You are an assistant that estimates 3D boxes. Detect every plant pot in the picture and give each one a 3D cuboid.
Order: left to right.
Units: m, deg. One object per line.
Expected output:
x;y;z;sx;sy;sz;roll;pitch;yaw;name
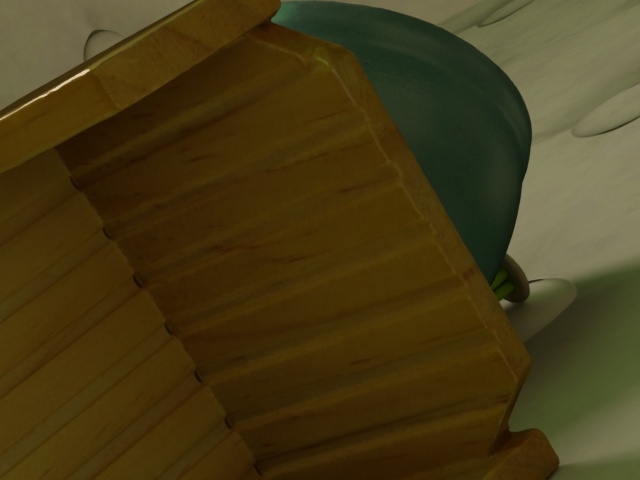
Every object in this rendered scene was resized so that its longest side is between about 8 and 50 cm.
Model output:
0.000;0.000;1.103;0.293;0.293;0.196;-22;47;37;plant pot

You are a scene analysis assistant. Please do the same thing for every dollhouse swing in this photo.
-0.113;0.096;0.867;0.315;0.347;0.305;-22;14;38;dollhouse swing

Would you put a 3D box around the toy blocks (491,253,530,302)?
0.079;0.068;1.239;0.148;0.054;0.123;-38;15;-24;toy blocks
